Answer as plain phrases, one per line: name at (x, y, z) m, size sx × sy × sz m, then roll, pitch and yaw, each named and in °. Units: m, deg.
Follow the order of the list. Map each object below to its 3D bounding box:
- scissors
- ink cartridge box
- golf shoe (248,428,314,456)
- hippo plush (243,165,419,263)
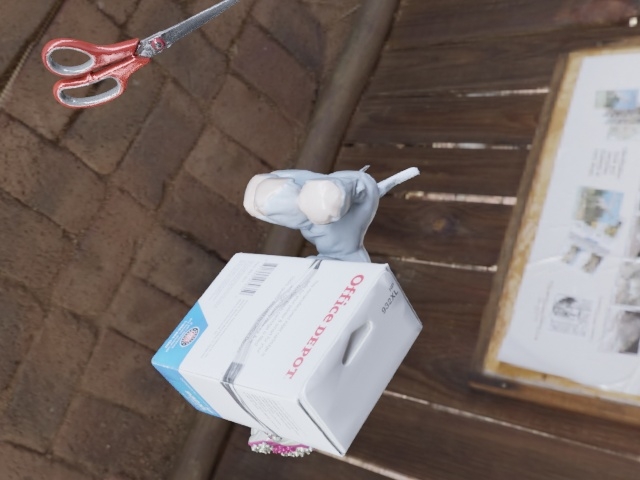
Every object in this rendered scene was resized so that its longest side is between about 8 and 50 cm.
scissors at (-0.226, -0.249, 1.023) m, size 0.109 × 0.297 × 0.021 m, roll 71°, pitch 7°, yaw -45°
ink cartridge box at (-0.049, 0.143, 1.070) m, size 0.223 × 0.307 × 0.129 m, roll -53°, pitch 126°, yaw -29°
golf shoe at (-0.052, 0.283, 1.297) m, size 0.115 × 0.306 × 0.140 m, roll 10°, pitch 64°, yaw -10°
hippo plush at (0.000, 0.000, 1.334) m, size 0.294 × 0.234 × 0.237 m, roll -15°, pitch 107°, yaw -52°
